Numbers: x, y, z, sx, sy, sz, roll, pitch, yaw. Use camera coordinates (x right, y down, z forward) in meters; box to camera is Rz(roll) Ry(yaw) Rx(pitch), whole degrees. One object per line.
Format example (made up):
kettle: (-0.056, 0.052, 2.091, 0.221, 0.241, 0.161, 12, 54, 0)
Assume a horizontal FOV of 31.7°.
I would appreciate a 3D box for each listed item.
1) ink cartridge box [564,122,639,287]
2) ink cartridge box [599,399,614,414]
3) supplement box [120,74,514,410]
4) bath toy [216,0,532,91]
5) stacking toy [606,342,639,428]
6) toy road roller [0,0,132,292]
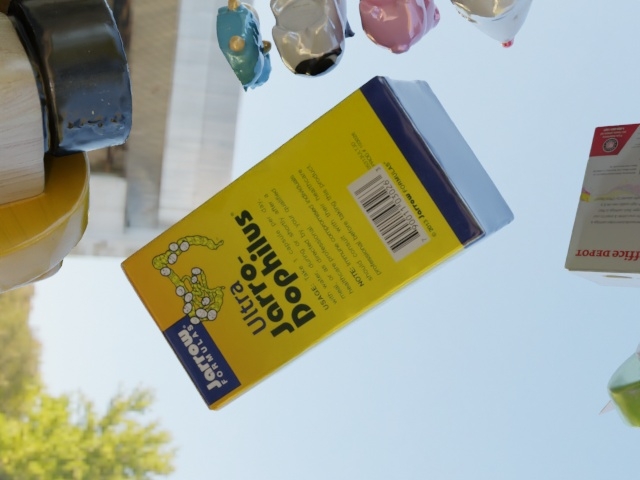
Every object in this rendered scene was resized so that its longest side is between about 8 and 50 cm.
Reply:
ink cartridge box: (0.355, -0.037, 1.246, 0.127, 0.072, 0.175, 2, -106, 52)
ink cartridge box: (0.421, 0.155, 1.330, 0.061, 0.104, 0.181, 45, -64, 26)
supplement box: (0.000, 0.000, 1.229, 0.356, 0.194, 0.195, -35, -95, 18)
bath toy: (0.067, -0.243, 1.227, 0.129, 0.348, 0.151, 60, 27, -50)
stacking toy: (0.303, -0.015, 0.743, 0.130, 0.279, 0.309, 56, -25, 3)
toy road roller: (-0.264, -0.098, 0.725, 0.329, 0.202, 0.241, 58, -28, 31)
